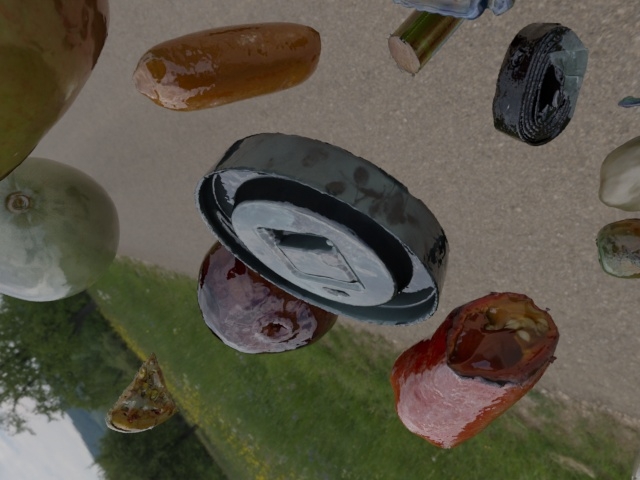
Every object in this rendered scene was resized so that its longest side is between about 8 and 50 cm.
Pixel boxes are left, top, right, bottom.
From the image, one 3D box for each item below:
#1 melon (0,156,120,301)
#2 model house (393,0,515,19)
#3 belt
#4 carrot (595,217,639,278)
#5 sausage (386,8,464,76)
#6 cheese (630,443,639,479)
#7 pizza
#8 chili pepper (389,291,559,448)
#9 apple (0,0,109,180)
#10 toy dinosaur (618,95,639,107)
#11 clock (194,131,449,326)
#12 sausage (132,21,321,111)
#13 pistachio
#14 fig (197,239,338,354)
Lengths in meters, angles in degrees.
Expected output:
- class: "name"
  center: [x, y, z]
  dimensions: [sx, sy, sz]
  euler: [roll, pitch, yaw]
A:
- class: "melon"
  center: [-0.491, -0.018, 0.850]
  dimensions: [0.308, 0.272, 0.271]
  euler: [17, 137, 57]
- class: "model house"
  center: [0.350, -0.702, 0.953]
  dimensions: [0.400, 0.395, 0.445]
  euler: [50, 139, -11]
- class: "belt"
  center: [0.552, -0.385, 1.187]
  dimensions: [0.164, 0.184, 0.289]
  euler: [-121, 28, -58]
- class: "carrot"
  center: [0.483, 0.007, 0.538]
  dimensions: [0.298, 0.078, 0.078]
  euler: [-1, 127, 24]
- class: "sausage"
  center: [0.309, -0.591, 1.242]
  dimensions: [0.117, 0.317, 0.125]
  euler: [37, 175, 42]
- class: "cheese"
  center: [0.535, 0.243, 0.669]
  dimensions: [0.082, 0.286, 0.163]
  euler: [25, 152, 43]
- class: "pizza"
  center: [-0.382, 0.346, 1.080]
  dimensions: [0.036, 0.176, 0.185]
  euler: [8, 165, 33]
- class: "chili pepper"
  center: [0.098, 0.113, 0.368]
  dimensions: [0.192, 0.086, 0.084]
  euler: [108, 163, -49]
- class: "apple"
  center: [-0.314, -0.168, 0.324]
  dimensions: [0.319, 0.319, 0.277]
  euler: [11, 149, 51]
- class: "toy dinosaur"
  center: [0.916, -0.319, 1.159]
  dimensions: [0.331, 0.383, 0.129]
  euler: [-4, 117, 35]
- class: "clock"
  center: [0.000, 0.000, 0.396]
  dimensions: [0.215, 0.042, 0.215]
  euler: [22, 154, 11]
- class: "sausage"
  center: [-0.107, -0.215, 0.583]
  dimensions: [0.098, 0.238, 0.098]
  euler: [44, 145, 43]
- class: "pistachio"
  center: [0.541, -0.116, 0.812]
  dimensions: [0.113, 0.113, 0.149]
  euler: [42, 154, 18]
- class: "fig"
  center: [-0.083, 0.046, 0.705]
  dimensions: [0.204, 0.186, 0.249]
  euler: [21, -159, -27]
